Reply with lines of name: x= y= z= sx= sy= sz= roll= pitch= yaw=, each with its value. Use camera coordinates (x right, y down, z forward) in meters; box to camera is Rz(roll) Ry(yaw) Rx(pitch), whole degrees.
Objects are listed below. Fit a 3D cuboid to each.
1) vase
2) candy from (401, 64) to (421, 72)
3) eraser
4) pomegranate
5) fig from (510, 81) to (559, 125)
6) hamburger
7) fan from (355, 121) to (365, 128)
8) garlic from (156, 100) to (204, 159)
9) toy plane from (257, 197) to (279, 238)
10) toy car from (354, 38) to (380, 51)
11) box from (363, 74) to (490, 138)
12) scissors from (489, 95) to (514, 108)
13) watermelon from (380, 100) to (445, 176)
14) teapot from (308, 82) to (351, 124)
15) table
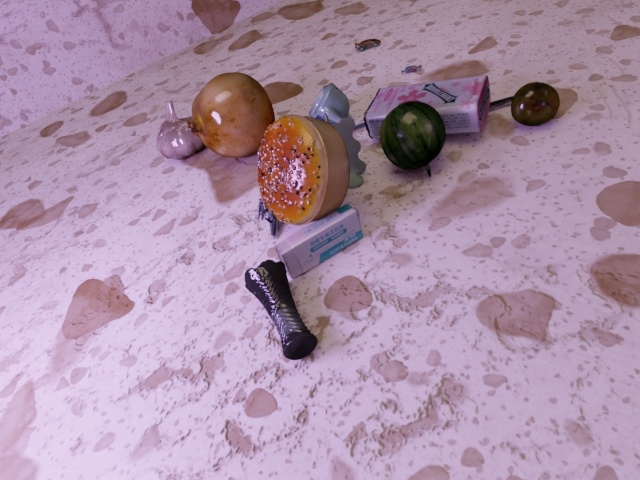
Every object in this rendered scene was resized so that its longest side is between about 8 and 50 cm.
vase: x=-0.087 y=0.157 z=1.034 sx=0.115 sy=0.116 sz=0.237 roll=-27 pitch=46 yaw=-8
candy: x=0.366 y=-0.692 z=1.837 sx=0.083 sy=0.020 sz=0.030 roll=-9 pitch=41 yaw=16
eraser: x=0.000 y=0.000 z=1.167 sx=0.225 sy=0.096 sz=0.052 roll=-31 pitch=42 yaw=-13
pomegranate: x=-0.325 y=-0.444 z=1.645 sx=0.318 sy=0.319 sz=0.319 roll=-11 pitch=41 yaw=10
fig: x=0.625 y=-0.423 z=1.360 sx=0.132 sy=0.127 sz=0.185 roll=-22 pitch=42 yaw=19
hamburger: x=-0.058 y=-0.182 z=1.198 sx=0.175 sy=0.301 sz=0.300 roll=-4 pitch=30 yaw=-33
fan: x=0.191 y=-0.426 z=1.621 sx=0.192 sy=0.016 sz=0.038 roll=-19 pitch=38 yaw=0
garlic: x=-0.562 y=-0.443 z=1.799 sx=0.218 sy=0.212 sz=0.219 roll=-14 pitch=35 yaw=10
toy plane: x=-0.143 y=-0.105 z=1.356 sx=0.159 sy=0.082 sz=0.234 roll=-30 pitch=32 yaw=31
toy car: x=0.222 y=-0.923 z=2.139 sx=0.121 sy=0.035 sz=0.059 roll=-16 pitch=37 yaw=7
box: x=0.333 y=-0.417 z=1.452 sx=0.369 sy=0.112 sz=0.190 roll=4 pitch=48 yaw=33
scissors: x=0.477 y=-0.414 z=1.483 sx=0.317 sy=0.024 sz=0.160 roll=-16 pitch=40 yaw=7
watermelon: x=0.273 y=-0.292 z=1.320 sx=0.187 sy=0.215 sz=0.188 roll=-33 pitch=10 yaw=6
teapot: x=0.048 y=-0.472 z=1.650 sx=0.158 sy=0.159 sz=0.232 roll=-12 pitch=31 yaw=10
table: x=0.039 y=-0.265 z=1.364 sx=0.166 sy=0.199 sz=0.167 roll=-12 pitch=41 yaw=10
